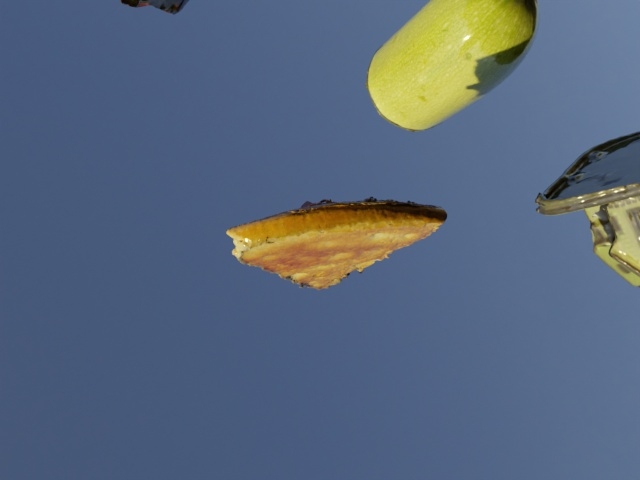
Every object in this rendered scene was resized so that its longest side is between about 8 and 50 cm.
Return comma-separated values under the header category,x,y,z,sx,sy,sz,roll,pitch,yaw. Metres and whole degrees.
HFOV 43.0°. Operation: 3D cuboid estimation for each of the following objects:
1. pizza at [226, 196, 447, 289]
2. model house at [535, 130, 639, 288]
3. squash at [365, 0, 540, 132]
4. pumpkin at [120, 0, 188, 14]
category,x,y,z,sx,sy,sz,roll,pitch,yaw
pizza,0.000,0.000,0.792,0.201,0.193,0.053,-5,-110,-18
model house,0.410,0.020,0.920,0.218,0.205,0.278,-35,-77,-43
squash,0.162,-0.227,0.956,0.133,0.247,0.132,5,-104,-21
pumpkin,-0.192,-0.238,0.425,0.281,0.190,0.139,14,-73,-47
